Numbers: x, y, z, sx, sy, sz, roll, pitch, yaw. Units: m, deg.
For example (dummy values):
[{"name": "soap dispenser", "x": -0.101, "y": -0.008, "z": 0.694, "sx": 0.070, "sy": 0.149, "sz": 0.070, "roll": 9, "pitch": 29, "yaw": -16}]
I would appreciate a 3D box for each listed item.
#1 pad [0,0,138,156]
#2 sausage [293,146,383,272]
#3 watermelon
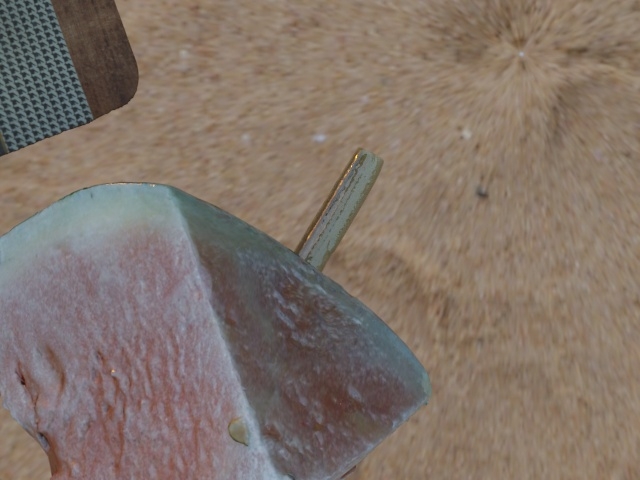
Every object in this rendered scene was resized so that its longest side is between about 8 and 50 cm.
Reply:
[{"name": "pad", "x": -0.189, "y": -0.072, "z": 1.219, "sx": 0.055, "sy": 0.250, "sz": 0.323, "roll": -35, "pitch": 86, "yaw": 45}, {"name": "sausage", "x": 0.000, "y": 0.000, "z": 1.150, "sx": 0.024, "sy": 0.024, "sz": 0.132, "roll": 31, "pitch": 88, "yaw": 3}, {"name": "watermelon", "x": -0.085, "y": 0.100, "z": 1.001, "sx": 0.261, "sy": 0.201, "sz": 0.213, "roll": 40, "pitch": 128, "yaw": -16}]
